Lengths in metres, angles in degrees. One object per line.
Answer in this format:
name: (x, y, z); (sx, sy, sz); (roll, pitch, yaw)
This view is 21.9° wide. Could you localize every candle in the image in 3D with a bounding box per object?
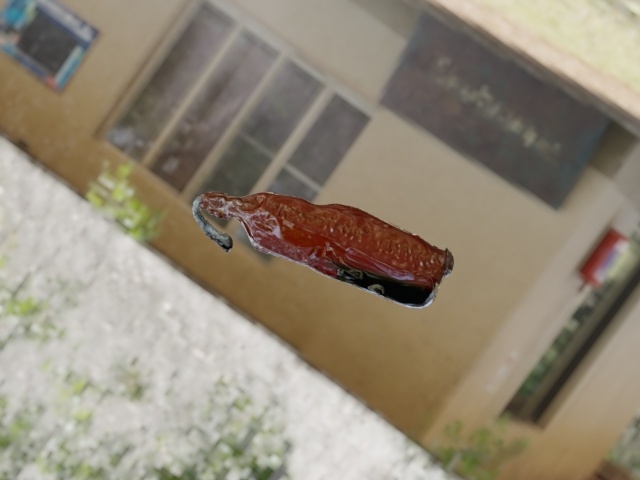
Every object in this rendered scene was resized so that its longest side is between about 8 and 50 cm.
candle: (0.000, 0.000, 1.014); (0.162, 0.053, 0.048); (19, 157, -3)
